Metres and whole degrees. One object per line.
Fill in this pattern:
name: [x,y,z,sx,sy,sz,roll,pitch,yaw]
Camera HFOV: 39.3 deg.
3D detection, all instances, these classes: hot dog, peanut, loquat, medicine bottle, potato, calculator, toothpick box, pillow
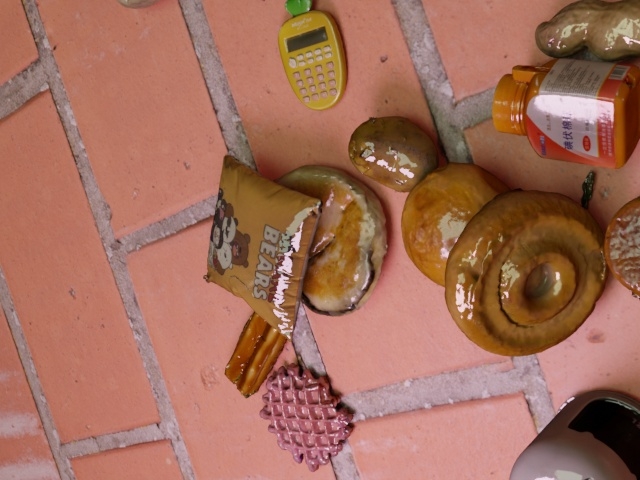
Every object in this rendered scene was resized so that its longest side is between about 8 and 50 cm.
hot dog: [-0.140,0.240,2.021,0.115,0.072,0.269,42,123,19]
peanut: [0.456,-0.340,1.445,0.227,0.085,0.104,12,82,36]
loquat: [0.251,-0.023,1.603,0.238,0.193,0.238,9,119,18]
medicine bottle: [0.405,-0.214,1.475,0.222,0.112,0.149,13,136,33]
potato: [0.141,-0.165,1.696,0.175,0.137,0.137,29,118,5]
calculator: [-0.017,-0.379,1.809,0.146,0.032,0.235,-9,97,36]
toothpick box: [0.435,0.404,1.502,0.229,0.316,0.229,10,108,34]
pillow: [-0.127,0.007,1.844,0.312,0.119,0.310,30,115,40]

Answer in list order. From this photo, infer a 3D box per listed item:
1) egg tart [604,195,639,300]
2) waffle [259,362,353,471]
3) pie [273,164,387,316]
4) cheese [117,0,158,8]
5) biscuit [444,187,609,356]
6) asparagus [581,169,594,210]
egg tart: [0.546,0.008,1.418,0.215,0.170,0.215,-4,84,38]
waffle: [-0.039,0.390,1.997,0.234,0.055,0.221,45,122,19]
pie: [0.000,0.000,1.864,0.339,0.077,0.339,8,102,40]
cheese: [-0.362,-0.603,1.963,0.262,0.093,0.159,-6,94,38]
biscuit: [0.350,0.061,1.496,0.102,0.296,0.297,-129,45,-62]
asparagus: [0.459,-0.010,1.567,0.023,0.022,0.233,29,122,58]
